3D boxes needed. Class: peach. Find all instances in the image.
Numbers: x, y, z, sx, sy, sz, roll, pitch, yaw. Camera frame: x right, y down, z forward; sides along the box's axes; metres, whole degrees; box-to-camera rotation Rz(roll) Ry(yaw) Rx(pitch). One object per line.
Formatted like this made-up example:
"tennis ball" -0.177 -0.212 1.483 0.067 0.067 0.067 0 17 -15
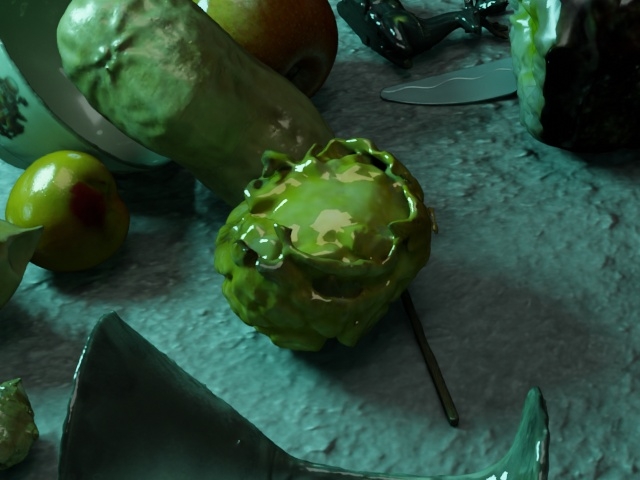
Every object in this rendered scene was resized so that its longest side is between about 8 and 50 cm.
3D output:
"peach" -0.289 -0.030 1.794 0.138 0.138 0.138 -1 39 1

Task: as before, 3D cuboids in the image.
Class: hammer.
"hammer" 0.107 0.093 1.715 0.058 0.029 0.292 -11 41 -7

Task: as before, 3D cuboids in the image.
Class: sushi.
"sushi" 0.382 -0.269 1.944 0.294 0.281 0.299 -5 63 -2

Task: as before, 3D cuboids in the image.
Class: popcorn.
"popcorn" 0.000 0.000 1.695 0.250 0.190 0.250 -7 35 5

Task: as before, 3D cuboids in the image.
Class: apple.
"apple" -0.078 -0.252 2.000 0.173 0.210 0.235 44 35 14

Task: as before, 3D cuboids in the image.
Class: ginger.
"ginger" -0.337 0.206 1.560 0.096 0.067 0.165 19 51 26

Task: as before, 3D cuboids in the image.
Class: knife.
"knife" 0.243 -0.221 2.094 0.331 0.044 0.080 -19 51 -11

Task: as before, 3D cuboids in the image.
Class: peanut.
"peanut" -0.128 -0.155 1.823 0.387 0.169 0.192 35 9 -16

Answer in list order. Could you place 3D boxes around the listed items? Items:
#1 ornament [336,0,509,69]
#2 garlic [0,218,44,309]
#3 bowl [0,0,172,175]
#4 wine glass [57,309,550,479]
"ornament" 0.161 -0.328 2.196 0.236 0.080 0.202 -22 45 -19
"garlic" -0.450 -0.001 1.772 0.196 0.151 0.338 -28 32 -24
"bowl" -0.335 -0.188 1.936 0.157 0.337 0.337 -34 32 24
"wine glass" -0.011 0.207 1.404 0.406 0.267 0.267 5 39 2
